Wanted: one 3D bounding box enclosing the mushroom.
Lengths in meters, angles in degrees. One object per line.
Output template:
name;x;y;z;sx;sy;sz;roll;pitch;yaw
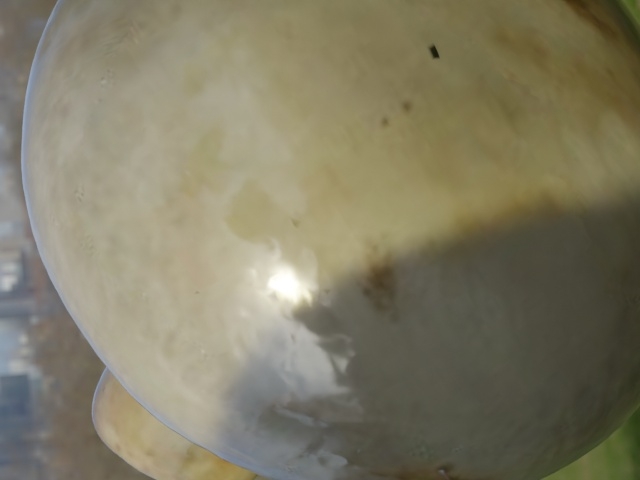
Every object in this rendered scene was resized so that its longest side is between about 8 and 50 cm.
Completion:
mushroom;0.000;0.000;0.590;0.215;0.207;0.207;-54;35;40
